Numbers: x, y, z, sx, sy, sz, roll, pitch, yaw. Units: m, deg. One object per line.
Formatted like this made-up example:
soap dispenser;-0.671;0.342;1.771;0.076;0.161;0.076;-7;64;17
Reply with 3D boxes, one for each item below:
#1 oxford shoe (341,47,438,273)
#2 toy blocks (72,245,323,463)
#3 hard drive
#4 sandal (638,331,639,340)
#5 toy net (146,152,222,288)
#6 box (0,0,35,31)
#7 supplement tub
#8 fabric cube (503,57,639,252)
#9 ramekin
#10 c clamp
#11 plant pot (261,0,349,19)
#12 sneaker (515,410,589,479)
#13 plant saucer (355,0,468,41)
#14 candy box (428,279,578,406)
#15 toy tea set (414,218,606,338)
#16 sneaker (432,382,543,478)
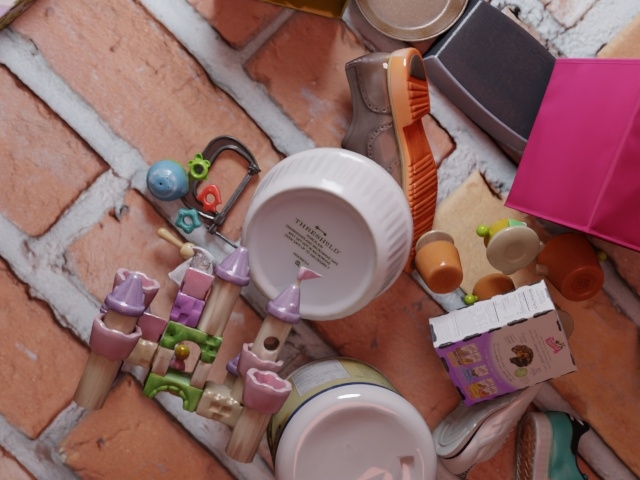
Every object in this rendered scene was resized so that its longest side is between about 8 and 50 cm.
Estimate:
oxford shoe;0.111;-0.126;1.425;0.132;0.130;0.364;1;102;26
toy blocks;-0.178;0.114;1.274;0.288;0.309;0.260;21;98;-9
hard drive;0.307;-0.274;1.453;0.254;0.054;0.172;40;88;-7
sandal;0.598;0.170;1.517;0.079;0.088;0.240;26;82;23
toy net;-0.204;-0.021;1.402;0.122;0.045;0.232;-11;101;9
box;-0.508;-0.364;1.343;0.324;0.067;0.063;-43;97;-4
supplement tub;0.034;0.303;1.319;0.228;0.316;0.229;0;93;-7
fabric cube;0.489;-0.119;1.356;0.259;0.254;0.258;17;95;-20
ramekin;0.000;0.000;1.343;0.272;0.127;0.273;5;111;14
c clamp;-0.155;-0.085;1.427;0.137;0.022;0.161;29;91;-3
plant pot;-0.035;-0.490;1.335;0.212;0.212;0.187;12;78;-7
sneaker;0.398;0.442;1.478;0.120;0.108;0.302;4;96;-10
plant saucer;0.147;-0.424;1.431;0.198;0.036;0.199;0;91;-5
candy box;0.297;0.169;1.407;0.196;0.070;0.165;-21;129;12
toy tea set;0.312;0.040;1.439;0.336;0.124;0.200;25;117;-24
sneaker;0.294;0.302;1.479;0.235;0.090;0.095;-40;115;-3
